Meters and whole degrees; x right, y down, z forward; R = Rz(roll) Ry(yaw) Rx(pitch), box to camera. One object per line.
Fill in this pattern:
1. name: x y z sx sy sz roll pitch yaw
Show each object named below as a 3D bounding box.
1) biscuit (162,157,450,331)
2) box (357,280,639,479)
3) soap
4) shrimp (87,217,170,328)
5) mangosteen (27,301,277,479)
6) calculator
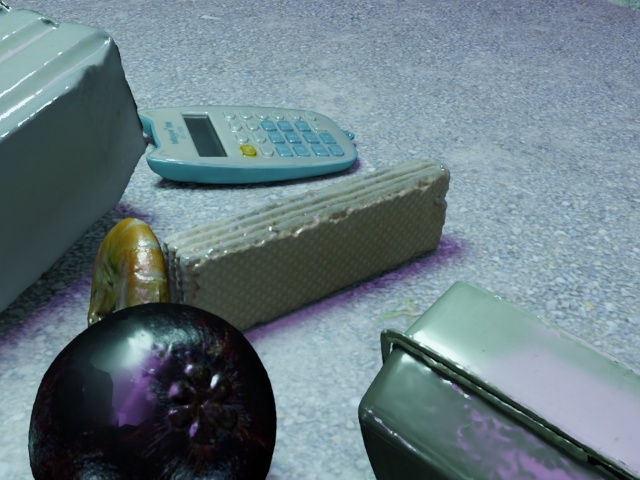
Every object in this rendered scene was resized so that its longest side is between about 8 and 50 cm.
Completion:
1. biscuit: 0.000 0.000 0.957 0.426 0.143 0.078 -19 39 -33
2. box: 0.176 0.185 0.625 0.291 0.220 0.166 29 62 32
3. soap: -0.443 -0.098 0.899 0.351 0.212 0.435 17 50 26
4. shrimp: -0.215 0.088 0.817 0.068 0.150 0.248 13 44 -37
5. mangosteen: -0.149 0.169 0.641 0.216 0.216 0.216 3 33 -2
6. calculator: -0.120 -0.175 1.290 0.387 0.054 0.256 -6 34 -18
